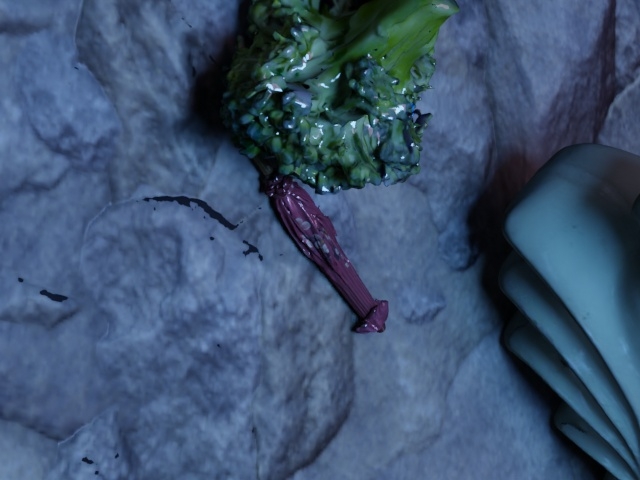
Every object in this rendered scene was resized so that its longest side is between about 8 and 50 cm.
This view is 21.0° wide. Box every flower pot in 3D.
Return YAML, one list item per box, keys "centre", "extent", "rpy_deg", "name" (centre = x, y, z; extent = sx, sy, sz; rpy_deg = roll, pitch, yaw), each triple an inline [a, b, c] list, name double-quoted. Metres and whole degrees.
- centre: [0.268, 0.084, 1.173]
  extent: [0.164, 0.254, 0.367]
  rpy_deg: [-46, 120, -21]
  name: "flower pot"

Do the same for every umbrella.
- centre: [0.000, 0.000, 1.067]
  extent: [0.165, 0.025, 0.027]
  rpy_deg: [55, 22, -32]
  name: "umbrella"

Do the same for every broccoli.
- centre: [0.021, -0.107, 1.002]
  extent: [0.167, 0.160, 0.154]
  rpy_deg: [4, 56, -39]
  name: "broccoli"
